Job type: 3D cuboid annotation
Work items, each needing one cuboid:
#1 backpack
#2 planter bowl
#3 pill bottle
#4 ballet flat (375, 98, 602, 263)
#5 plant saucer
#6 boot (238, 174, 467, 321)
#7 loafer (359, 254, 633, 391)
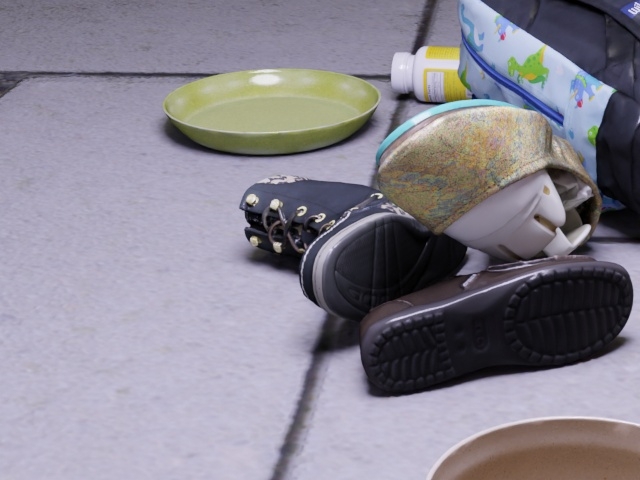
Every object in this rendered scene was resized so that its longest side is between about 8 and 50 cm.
[{"bbox_3d":[0.278,-0.168,1.429,0.290,0.273,0.355,-26,51,-25],"label":"backpack"},{"bbox_3d":[0.133,0.175,0.749,0.162,0.109,0.162,-2,21,1],"label":"planter bowl"},{"bbox_3d":[0.143,-0.191,1.707,0.116,0.065,0.065,5,23,14],"label":"pill bottle"},{"bbox_3d":[0.149,-0.034,1.152,0.123,0.123,0.348,7,1,22],"label":"ballet flat"},{"bbox_3d":[-0.053,-0.140,1.638,0.240,0.037,0.241,-1,22,0],"label":"plant saucer"},{"bbox_3d":[0.000,0.001,1.223,0.178,0.085,0.236,9,17,29],"label":"boot"},{"bbox_3d":[0.126,0.048,1.099,0.220,0.080,0.078,-9,24,-16],"label":"loafer"}]
